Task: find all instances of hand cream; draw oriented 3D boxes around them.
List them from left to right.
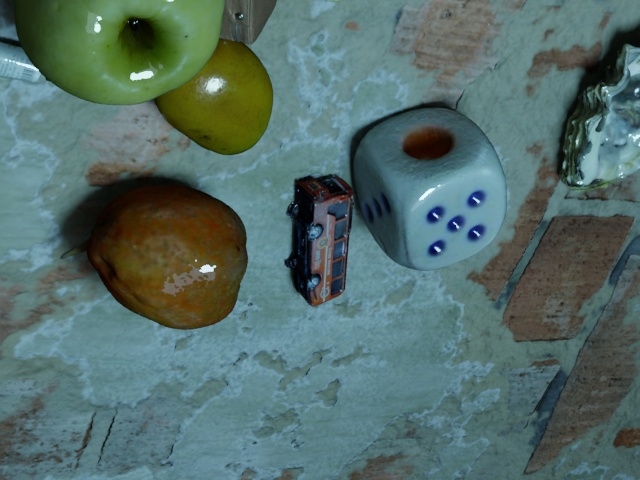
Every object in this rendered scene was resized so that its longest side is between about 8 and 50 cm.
[{"bbox_3d":[-0.432,-0.237,1.616,0.195,0.042,0.067,10,128,-31],"label":"hand cream"}]

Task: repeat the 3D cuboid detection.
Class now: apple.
[{"bbox_3d":[-0.237,-0.295,1.530,0.262,0.262,0.262,-17,133,-19],"label":"apple"}]

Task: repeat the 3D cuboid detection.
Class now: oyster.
[{"bbox_3d":[0.508,-0.215,2.161,0.238,0.115,0.351,-8,135,-37],"label":"oyster"}]

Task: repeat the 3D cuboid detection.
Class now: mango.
[{"bbox_3d":[-0.140,-0.203,1.764,0.151,0.120,0.221,-41,143,10],"label":"mango"}]

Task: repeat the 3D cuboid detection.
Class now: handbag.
[{"bbox_3d":[-0.097,-0.363,1.641,0.072,0.151,0.193,11,126,11],"label":"handbag"}]

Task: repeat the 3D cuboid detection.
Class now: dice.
[{"bbox_3d":[0.171,-0.083,2.001,0.194,0.193,0.191,-23,136,-15],"label":"dice"}]

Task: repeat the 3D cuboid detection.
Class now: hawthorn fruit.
[{"bbox_3d":[-0.239,0.022,1.844,0.262,0.210,0.210,5,124,-21],"label":"hawthorn fruit"}]

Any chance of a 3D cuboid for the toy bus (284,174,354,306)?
[{"bbox_3d":[0.000,0.000,2.060,0.096,0.073,0.234,-20,135,-28],"label":"toy bus"}]
